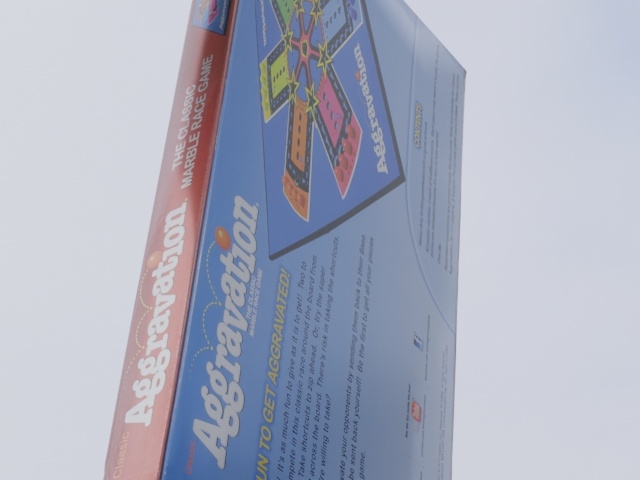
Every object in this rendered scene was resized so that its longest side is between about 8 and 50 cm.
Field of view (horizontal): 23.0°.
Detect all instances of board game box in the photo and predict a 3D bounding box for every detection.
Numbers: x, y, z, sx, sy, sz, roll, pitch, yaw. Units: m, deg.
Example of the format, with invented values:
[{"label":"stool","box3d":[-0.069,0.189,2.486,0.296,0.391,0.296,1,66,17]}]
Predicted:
[{"label":"board game box","box3d":[0.000,0.000,0.556,0.027,0.281,0.145,-21,-46,29]}]
